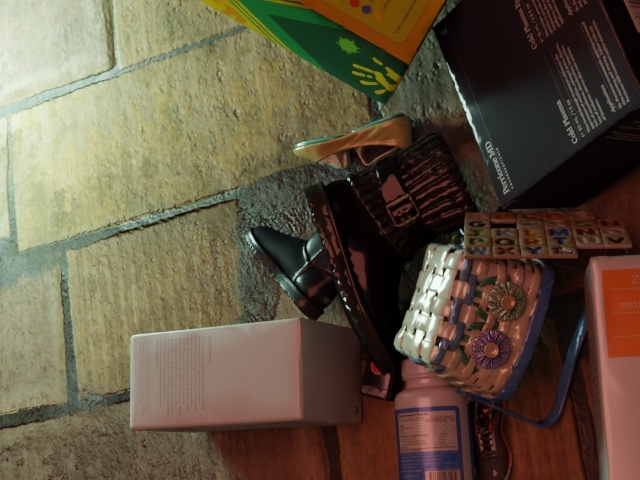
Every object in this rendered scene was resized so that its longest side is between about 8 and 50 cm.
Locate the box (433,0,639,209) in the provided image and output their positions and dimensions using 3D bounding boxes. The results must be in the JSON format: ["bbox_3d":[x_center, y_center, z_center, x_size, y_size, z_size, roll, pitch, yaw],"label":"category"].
[{"bbox_3d":[0.375,-0.268,1.708,0.312,0.179,0.343,-40,60,48],"label":"box"}]

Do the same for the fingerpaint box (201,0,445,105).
[{"bbox_3d":[0.060,-0.503,1.828,0.371,0.163,0.445,29,68,-1],"label":"fingerpaint box"}]

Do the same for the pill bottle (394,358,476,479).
[{"bbox_3d":[0.183,0.301,1.810,0.124,0.124,0.221,-10,75,28],"label":"pill bottle"}]

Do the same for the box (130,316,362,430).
[{"bbox_3d":[-0.128,0.240,1.946,0.345,0.215,0.168,-8,77,28],"label":"box"}]

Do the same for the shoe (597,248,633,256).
[{"bbox_3d":[0.475,0.109,1.723,0.076,0.058,0.219,-13,77,7],"label":"shoe"}]

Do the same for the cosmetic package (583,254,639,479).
[{"bbox_3d":[0.502,0.249,1.577,0.230,0.161,0.453,-4,79,9],"label":"cosmetic package"}]

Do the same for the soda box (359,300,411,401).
[{"bbox_3d":[0.117,0.185,1.906,0.053,0.060,0.169,11,85,30],"label":"soda box"}]

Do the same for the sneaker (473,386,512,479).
[{"bbox_3d":[0.263,0.312,1.795,0.061,0.065,0.158,-11,75,28],"label":"sneaker"}]

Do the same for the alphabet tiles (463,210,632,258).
[{"bbox_3d":[0.331,-0.010,1.659,0.237,0.198,0.009,-1,109,8],"label":"alphabet tiles"}]

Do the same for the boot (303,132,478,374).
[{"bbox_3d":[0.144,0.019,1.826,0.260,0.131,0.348,-19,87,-1],"label":"boot"}]

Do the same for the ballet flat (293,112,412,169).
[{"bbox_3d":[0.056,-0.163,2.000,0.232,0.080,0.073,-14,89,28],"label":"ballet flat"}]

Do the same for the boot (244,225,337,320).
[{"bbox_3d":[0.000,0.000,1.992,0.207,0.094,0.246,-44,48,3],"label":"boot"}]

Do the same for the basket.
[{"bbox_3d":[0.278,0.138,1.716,0.201,0.289,0.255,14,87,64],"label":"basket"}]

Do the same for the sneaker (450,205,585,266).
[{"bbox_3d":[0.315,-0.020,1.817,0.234,0.084,0.097,-22,68,24],"label":"sneaker"}]
